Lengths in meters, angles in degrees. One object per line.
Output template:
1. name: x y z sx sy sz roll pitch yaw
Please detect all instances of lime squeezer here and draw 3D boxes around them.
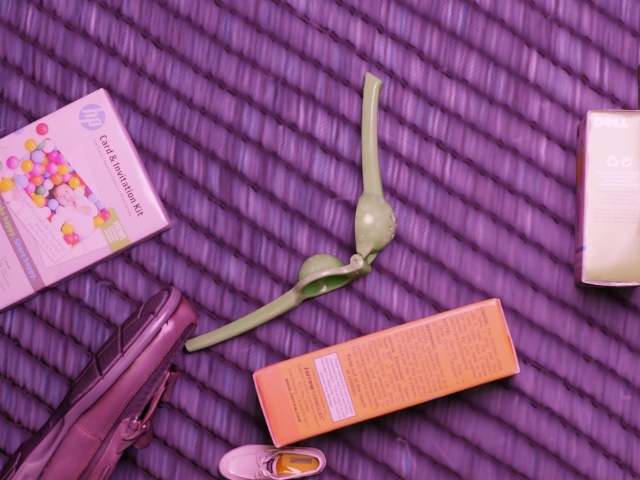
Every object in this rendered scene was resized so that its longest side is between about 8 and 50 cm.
1. lime squeezer: 0.000 0.000 1.735 0.110 0.059 0.310 34 91 4

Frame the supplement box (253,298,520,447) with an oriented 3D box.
1. supplement box: 0.061 0.119 1.714 0.233 0.078 0.080 -19 86 3

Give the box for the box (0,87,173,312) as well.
1. box: -0.253 -0.036 1.762 0.186 0.038 0.145 -26 86 1

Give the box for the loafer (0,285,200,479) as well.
1. loafer: -0.201 0.178 1.728 0.095 0.109 0.302 39 97 -13

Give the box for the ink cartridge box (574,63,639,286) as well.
1. ink cartridge box: 0.264 -0.062 1.693 0.062 0.109 0.209 2 88 3

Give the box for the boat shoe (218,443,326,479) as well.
1. boat shoe: -0.045 0.207 1.737 0.100 0.035 0.035 0 87 3
